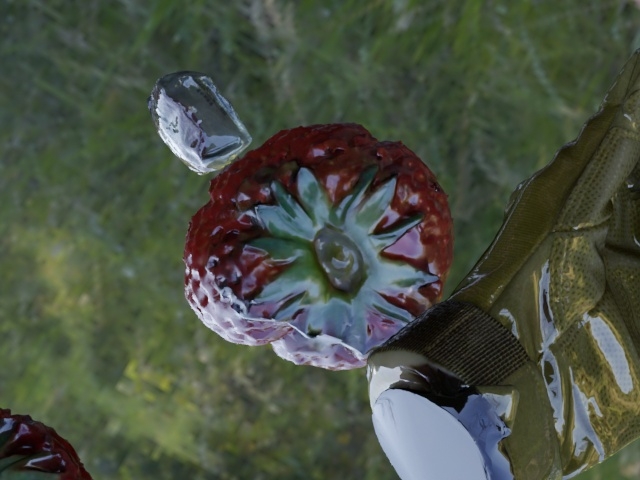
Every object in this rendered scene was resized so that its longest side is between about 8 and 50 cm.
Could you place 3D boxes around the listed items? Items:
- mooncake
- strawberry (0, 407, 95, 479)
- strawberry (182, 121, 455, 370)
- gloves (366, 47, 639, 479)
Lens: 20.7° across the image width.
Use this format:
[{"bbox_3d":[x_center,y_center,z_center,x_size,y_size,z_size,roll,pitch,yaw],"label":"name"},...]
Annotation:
[{"bbox_3d":[-0.152,-0.139,2.057,0.130,0.073,0.125,56,162,-6],"label":"mooncake"},{"bbox_3d":[-0.307,0.259,1.481,0.261,0.261,0.257,26,148,8],"label":"strawberry"},{"bbox_3d":[0.000,0.000,1.694,0.250,0.238,0.288,22,-176,-5],"label":"strawberry"},{"bbox_3d":[0.164,0.018,0.970,0.154,0.331,0.141,40,154,20],"label":"gloves"}]
